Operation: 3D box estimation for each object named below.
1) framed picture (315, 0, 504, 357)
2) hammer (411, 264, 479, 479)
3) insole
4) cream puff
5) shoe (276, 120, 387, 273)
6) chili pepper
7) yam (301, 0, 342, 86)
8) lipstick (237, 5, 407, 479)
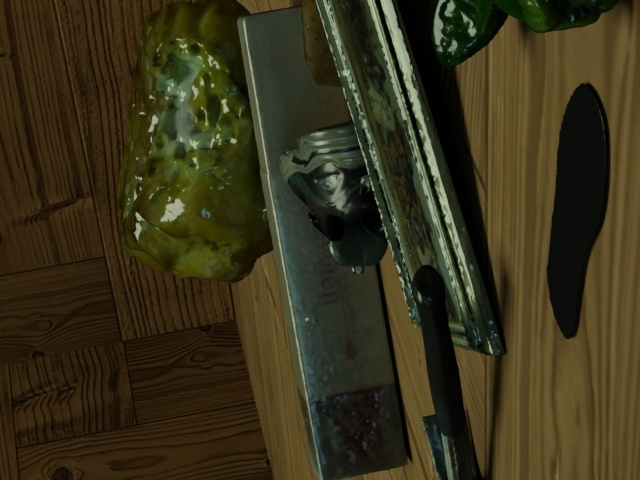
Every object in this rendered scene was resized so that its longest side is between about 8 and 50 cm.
[{"bbox_3d":[0.041,-0.064,0.993,0.217,0.017,0.274,162,91,-84],"label":"framed picture"},{"bbox_3d":[0.072,0.091,0.951,0.246,0.029,0.103,76,180,-49],"label":"hammer"},{"bbox_3d":[0.106,-0.010,0.702,0.153,0.002,0.053,88,170,-51],"label":"insole"},{"bbox_3d":[-0.077,-0.087,1.492,0.282,0.185,0.282,-171,90,-75],"label":"cream puff"},{"bbox_3d":[0.018,-0.026,1.190,0.169,0.071,0.099,129,127,-78],"label":"shoe"},{"bbox_3d":[0.070,-0.111,0.652,0.182,0.050,0.073,-151,44,-85],"label":"chili pepper"},{"bbox_3d":[0.002,-0.237,1.085,0.327,0.045,0.045,87,-155,-45],"label":"yam"},{"bbox_3d":[0.000,0.000,1.340,0.080,0.076,0.372,-130,30,-81],"label":"lipstick"}]
